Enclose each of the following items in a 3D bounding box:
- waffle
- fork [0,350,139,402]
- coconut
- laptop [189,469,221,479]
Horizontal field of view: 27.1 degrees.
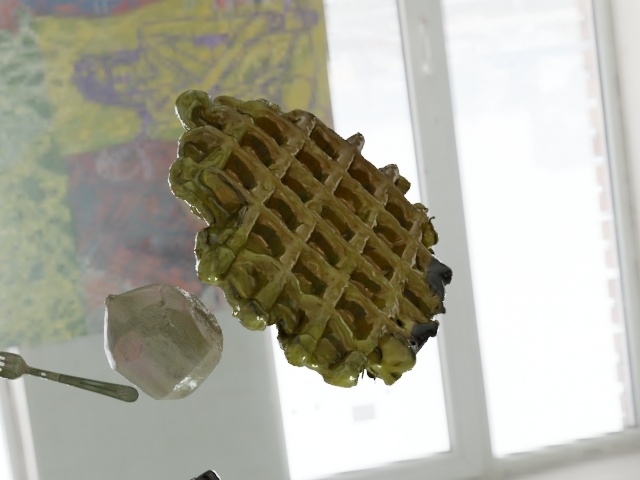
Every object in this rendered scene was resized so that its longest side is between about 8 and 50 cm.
[{"bbox_3d":[0.002,-0.002,1.124,0.307,0.312,0.060,20,131,-36],"label":"waffle"},{"bbox_3d":[-0.328,0.172,1.653,0.219,0.034,0.028,12,165,14],"label":"fork"},{"bbox_3d":[-0.161,0.093,1.309,0.110,0.124,0.110,-43,-168,11],"label":"coconut"},{"bbox_3d":[-0.092,0.301,1.049,0.154,0.207,0.026,-33,-174,8],"label":"laptop"}]
